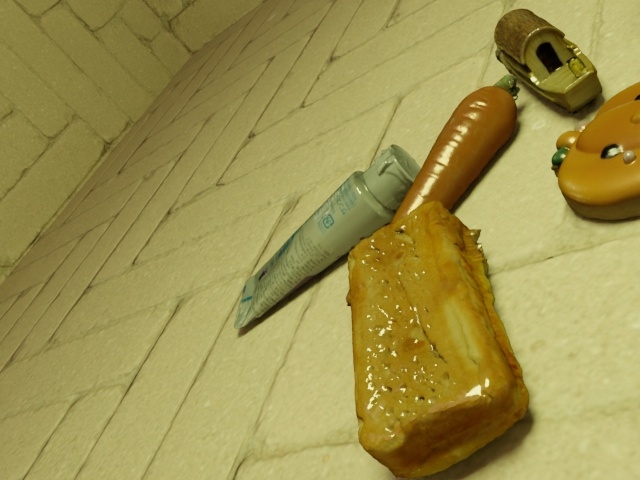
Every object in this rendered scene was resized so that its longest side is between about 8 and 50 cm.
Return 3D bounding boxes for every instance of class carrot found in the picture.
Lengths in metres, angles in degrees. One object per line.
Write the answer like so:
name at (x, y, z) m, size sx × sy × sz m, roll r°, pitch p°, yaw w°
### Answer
carrot at (0.130, -0.058, 0.822) m, size 0.336 × 0.069 × 0.069 m, roll -55°, pitch 26°, yaw -16°

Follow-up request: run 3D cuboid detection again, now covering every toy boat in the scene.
toy boat at (0.250, -0.207, 0.846) m, size 0.068 × 0.088 × 0.226 m, roll -36°, pitch 23°, yaw 14°

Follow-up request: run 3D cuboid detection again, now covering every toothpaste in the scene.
toothpaste at (0.000, 0.000, 0.929) m, size 0.299 × 0.073 × 0.114 m, roll -40°, pitch 23°, yaw 25°

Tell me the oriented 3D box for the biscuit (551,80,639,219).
biscuit at (0.273, -0.092, 0.660) m, size 0.170 × 0.050 × 0.170 m, roll -34°, pitch 24°, yaw 18°

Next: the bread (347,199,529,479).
bread at (0.093, 0.069, 0.638) m, size 0.139 × 0.077 × 0.271 m, roll -32°, pitch 27°, yaw 16°
